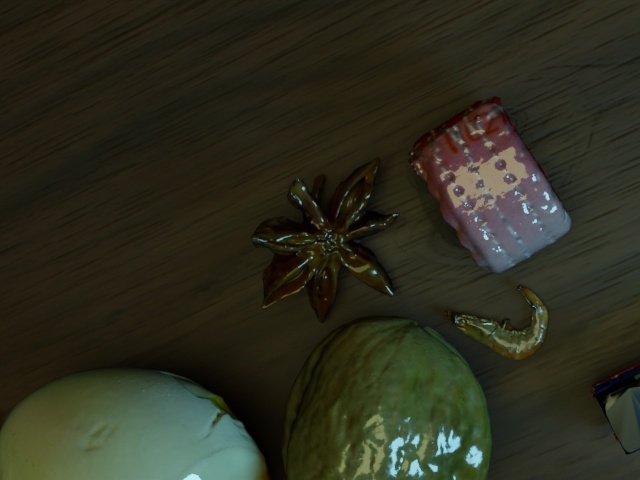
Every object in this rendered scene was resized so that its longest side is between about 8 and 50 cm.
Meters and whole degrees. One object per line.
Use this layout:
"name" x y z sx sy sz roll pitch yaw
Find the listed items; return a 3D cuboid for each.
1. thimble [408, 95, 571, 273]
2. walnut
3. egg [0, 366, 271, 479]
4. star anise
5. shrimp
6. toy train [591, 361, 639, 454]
"thimble" 0.201 -0.063 1.401 0.125 0.163 0.189 -31 98 11
"walnut" 0.079 0.229 1.397 0.283 0.227 0.283 -2 84 23
"egg" -0.234 0.292 1.442 0.345 0.283 0.283 19 95 24
"star anise" 0.004 0.005 1.472 0.212 0.111 0.196 -34 104 -19
"shrimp" 0.217 0.094 1.467 0.127 0.025 0.091 16 94 8
"toy train" 0.419 0.163 1.369 0.204 0.131 0.083 -29 84 11
